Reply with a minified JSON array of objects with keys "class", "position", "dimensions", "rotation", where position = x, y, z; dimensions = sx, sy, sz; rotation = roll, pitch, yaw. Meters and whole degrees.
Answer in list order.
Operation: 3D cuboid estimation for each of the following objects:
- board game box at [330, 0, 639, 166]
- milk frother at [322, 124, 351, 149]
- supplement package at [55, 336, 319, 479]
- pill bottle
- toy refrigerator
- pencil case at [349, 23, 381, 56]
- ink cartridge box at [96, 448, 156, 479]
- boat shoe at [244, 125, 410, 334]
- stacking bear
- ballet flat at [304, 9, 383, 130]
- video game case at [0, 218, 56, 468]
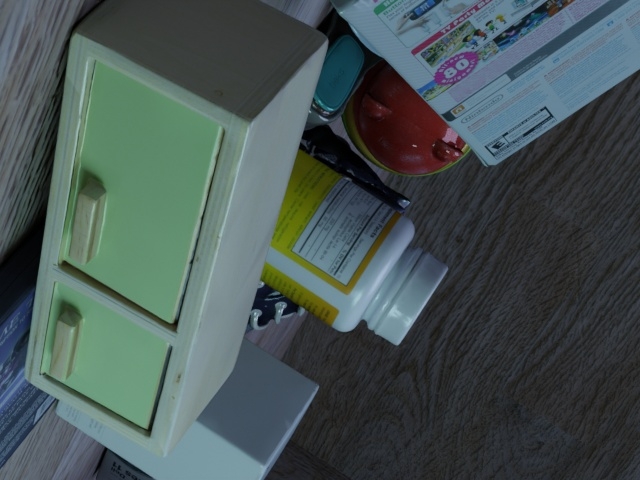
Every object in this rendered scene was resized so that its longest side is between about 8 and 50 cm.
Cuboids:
[{"class":"board game box","position":[0.139,-0.190,1.041],"dimensions":[0.224,0.098,0.303],"rotation":[-35,154,11]},{"class":"milk frother","position":[-0.017,-0.045,1.699],"dimensions":[0.143,0.129,0.135],"rotation":[-30,137,0]},{"class":"supplement package","position":[-0.112,0.134,1.265],"dimensions":[0.105,0.179,0.105],"rotation":[-52,173,-45]},{"class":"pill bottle","position":[0.000,0.000,1.324],"dimensions":[0.117,0.215,0.117],"rotation":[-56,176,-6]},{"class":"toy refrigerator","position":[-0.087,-0.007,0.820],"dimensions":[0.094,0.102,0.270],"rotation":[-53,167,-44]},{"class":"pencil case","position":[0.122,-0.274,1.392],"dimensions":[0.273,0.113,0.124],"rotation":[-53,148,-41]},{"class":"ink cartridge box","position":[-0.155,0.237,1.715],"dimensions":[0.087,0.153,0.208],"rotation":[-53,173,-40]},{"class":"boat shoe","position":[-0.044,0.049,1.564],"dimensions":[0.341,0.158,0.127],"rotation":[-59,175,17]},{"class":"stacking bear","position":[0.097,-0.139,1.509],"dimensions":[0.164,0.175,0.289],"rotation":[-52,-176,12]},{"class":"ballet flat","position":[0.021,-0.179,1.397],"dimensions":[0.068,0.072,0.213],"rotation":[-20,-154,48]},{"class":"video game case","position":[-0.200,0.085,0.959],"dimensions":[0.196,0.026,0.274],"rotation":[-54,174,-38]}]
